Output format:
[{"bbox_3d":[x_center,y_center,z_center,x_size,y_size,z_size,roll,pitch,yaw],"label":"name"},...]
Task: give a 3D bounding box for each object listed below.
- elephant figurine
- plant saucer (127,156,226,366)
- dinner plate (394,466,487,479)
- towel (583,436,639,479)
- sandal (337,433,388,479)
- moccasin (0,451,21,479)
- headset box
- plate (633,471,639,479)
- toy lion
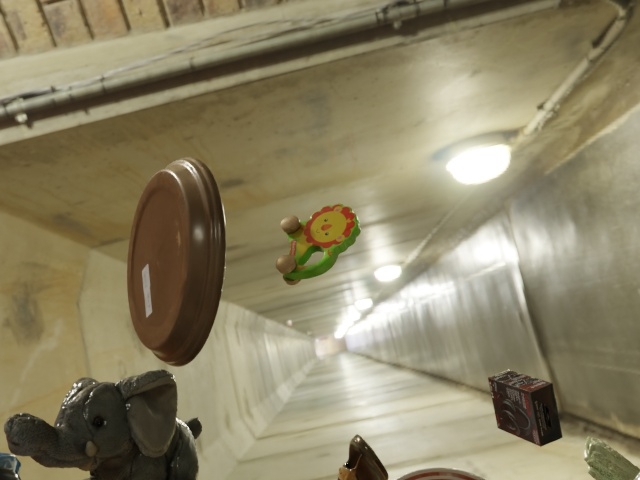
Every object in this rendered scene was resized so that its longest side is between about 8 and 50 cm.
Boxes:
[{"bbox_3d":[-0.233,0.217,0.828,0.186,0.169,0.239,43,155,59],"label":"elephant figurine"},{"bbox_3d":[-0.200,0.026,0.951,0.278,0.041,0.278,-10,78,56],"label":"plant saucer"},{"bbox_3d":[0.097,0.244,0.553,0.017,0.141,0.141,15,-120,-70],"label":"dinner plate"},{"bbox_3d":[0.421,0.328,0.979,0.148,0.027,0.110,39,-162,14],"label":"towel"},{"bbox_3d":[0.058,0.410,1.254,0.090,0.060,0.219,46,147,18],"label":"sandal"},{"bbox_3d":[-0.265,0.233,0.490,0.342,0.137,0.117,111,162,-56],"label":"moccasin"},{"bbox_3d":[0.222,0.180,0.778,0.083,0.032,0.062,-174,70,-69],"label":"headset box"},{"bbox_3d":[0.367,0.336,0.788,0.045,0.278,0.277,29,162,51],"label":"plate"},{"bbox_3d":[0.000,0.000,0.855,0.034,0.096,0.100,62,-155,-45],"label":"toy lion"}]
